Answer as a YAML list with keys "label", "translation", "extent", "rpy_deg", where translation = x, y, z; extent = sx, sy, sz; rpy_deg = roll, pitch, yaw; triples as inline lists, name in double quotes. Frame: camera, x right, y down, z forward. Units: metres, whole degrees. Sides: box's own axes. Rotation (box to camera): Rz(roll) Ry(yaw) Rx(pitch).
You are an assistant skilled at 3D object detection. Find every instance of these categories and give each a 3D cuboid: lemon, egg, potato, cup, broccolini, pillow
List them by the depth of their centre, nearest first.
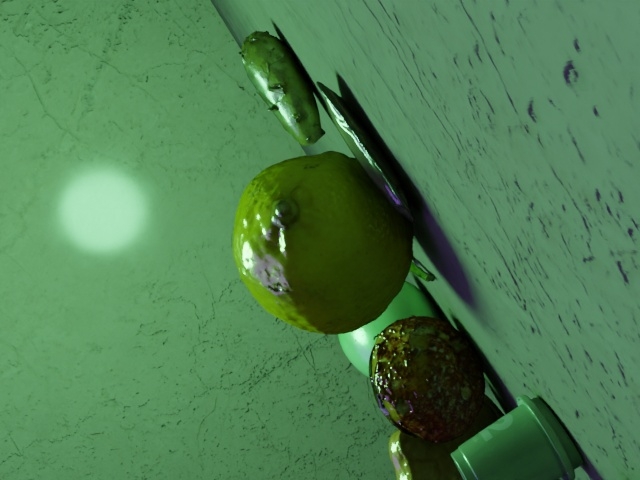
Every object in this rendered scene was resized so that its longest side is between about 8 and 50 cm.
- label: "cup"
  translation: [0.247, 0.277, 0.932]
  extent: [0.120, 0.141, 0.120]
  rpy_deg: [59, -178, -3]
- label: "pillow"
  translation: [0.062, -0.114, 0.951]
  extent: [0.217, 0.033, 0.130]
  rpy_deg: [57, -174, 11]
- label: "lemon"
  translation: [0.000, 0.000, 1.073]
  extent: [0.322, 0.268, 0.268]
  rpy_deg: [46, -171, -52]
- label: "potato"
  translation: [-0.066, -0.269, 1.286]
  extent: [0.225, 0.090, 0.117]
  rpy_deg: [59, 180, 1]
- label: "broccolini"
  translation: [0.168, 0.043, 1.344]
  extent: [0.044, 0.042, 0.218]
  rpy_deg: [30, -179, -10]
- label: "egg"
  translation: [0.153, 0.197, 1.578]
  extent: [0.270, 0.220, 0.220]
  rpy_deg: [42, 168, 52]

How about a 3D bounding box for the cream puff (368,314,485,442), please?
- label: "cream puff"
  translation: [0.198, 0.243, 1.326]
  extent: [0.240, 0.240, 0.164]
  rpy_deg: [58, 143, 9]

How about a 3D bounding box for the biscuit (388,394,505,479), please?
- label: "biscuit"
  translation: [0.295, 0.473, 1.384]
  extent: [0.365, 0.062, 0.385]
  rpy_deg: [-21, -100, -44]
